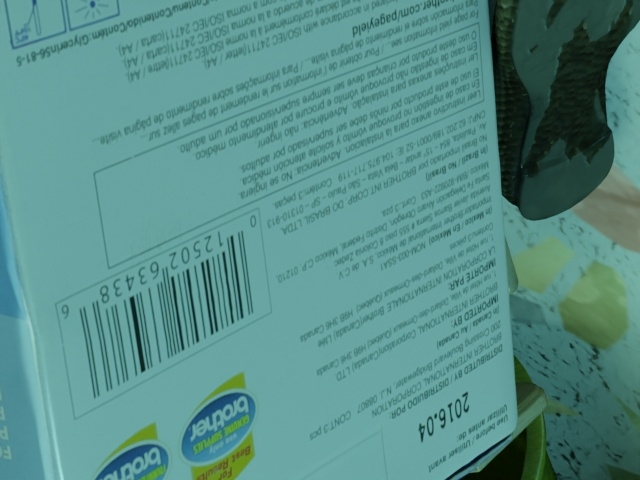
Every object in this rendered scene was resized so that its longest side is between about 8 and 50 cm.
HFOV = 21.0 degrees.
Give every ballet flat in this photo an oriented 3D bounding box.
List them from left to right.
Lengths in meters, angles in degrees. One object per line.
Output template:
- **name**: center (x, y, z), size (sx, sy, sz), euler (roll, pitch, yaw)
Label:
- **ballet flat**: center (0.103, -0.094, 0.758), size (0.058, 0.084, 0.250), euler (60, 168, 27)

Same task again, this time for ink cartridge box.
- **ink cartridge box**: center (-0.060, -0.005, 0.672), size (0.151, 0.270, 0.395), euler (8, 114, 40)

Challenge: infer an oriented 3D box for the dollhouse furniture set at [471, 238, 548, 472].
- **dollhouse furniture set**: center (0.000, 0.000, 0.916), size (0.242, 0.161, 0.212), euler (-10, 104, 37)

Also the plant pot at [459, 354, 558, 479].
- **plant pot**: center (0.027, 0.293, 1.081), size (0.366, 0.366, 0.353), euler (3, 131, 43)
